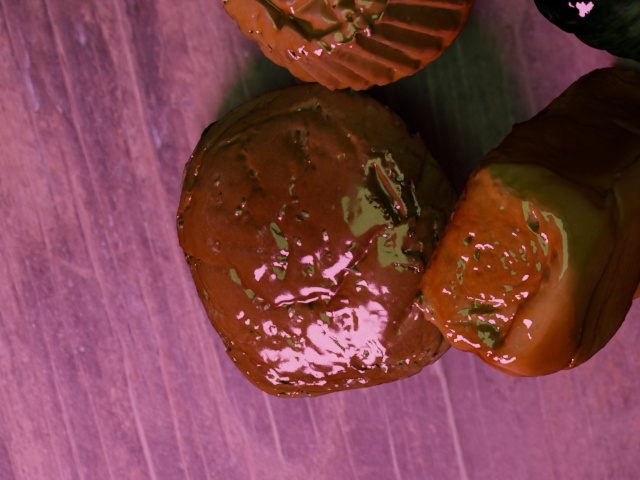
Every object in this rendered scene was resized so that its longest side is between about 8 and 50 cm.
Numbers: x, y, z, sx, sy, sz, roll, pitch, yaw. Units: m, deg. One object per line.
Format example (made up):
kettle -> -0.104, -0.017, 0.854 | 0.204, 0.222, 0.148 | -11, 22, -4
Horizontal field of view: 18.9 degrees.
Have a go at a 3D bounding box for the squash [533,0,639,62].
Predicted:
squash -> 0.237, -0.230, 1.369 | 0.172, 0.218, 0.218 | -149, 42, -66

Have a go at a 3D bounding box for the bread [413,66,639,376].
bread -> 0.191, -0.015, 1.426 | 0.132, 0.294, 0.167 | 24, 119, 23

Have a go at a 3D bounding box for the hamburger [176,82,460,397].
hamburger -> 0.000, 0.002, 1.632 | 0.285, 0.134, 0.265 | -20, 104, 31

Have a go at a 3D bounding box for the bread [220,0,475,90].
bread -> 0.013, -0.231, 1.506 | 0.240, 0.139, 0.240 | 7, 106, 24
